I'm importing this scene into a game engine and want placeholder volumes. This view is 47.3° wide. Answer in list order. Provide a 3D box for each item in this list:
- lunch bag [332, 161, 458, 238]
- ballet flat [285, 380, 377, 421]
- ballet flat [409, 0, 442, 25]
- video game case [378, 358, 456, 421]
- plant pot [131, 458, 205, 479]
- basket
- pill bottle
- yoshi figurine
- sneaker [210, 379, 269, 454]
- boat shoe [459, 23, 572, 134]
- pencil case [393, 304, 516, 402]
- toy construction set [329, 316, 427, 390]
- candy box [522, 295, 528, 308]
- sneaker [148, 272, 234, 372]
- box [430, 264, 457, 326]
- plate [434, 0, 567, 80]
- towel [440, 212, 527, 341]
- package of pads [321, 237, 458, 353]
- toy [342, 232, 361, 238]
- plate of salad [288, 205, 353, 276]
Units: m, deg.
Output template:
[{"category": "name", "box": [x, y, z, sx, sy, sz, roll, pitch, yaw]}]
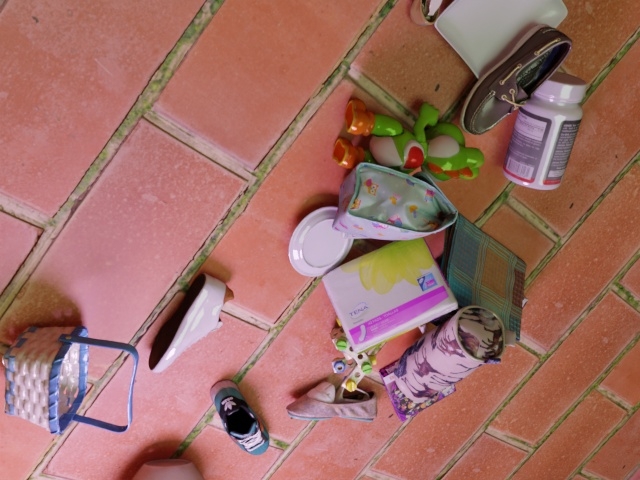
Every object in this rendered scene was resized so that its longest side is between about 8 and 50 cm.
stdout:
[{"category": "lunch bag", "box": [0.180, -0.077, 1.748, 0.263, 0.223, 0.160, 12, 80, -6]}, {"category": "ballet flat", "box": [0.040, 0.474, 2.175, 0.316, 0.108, 0.106, 11, 94, -35]}, {"category": "ballet flat", "box": [0.262, -0.594, 1.635, 0.080, 0.073, 0.232, -3, 120, -24]}, {"category": "video game case", "box": [0.309, 0.443, 2.304, 0.210, 0.042, 0.232, -28, 127, -7]}, {"category": "plant pot", "box": [-0.421, 0.707, 2.008, 0.284, 0.284, 0.190, 3, 83, -26]}, {"category": "basket", "box": [-0.571, 0.319, 1.695, 0.289, 0.201, 0.254, 15, 116, 2]}, {"category": "pill bottle", "box": [0.589, -0.290, 1.918, 0.161, 0.161, 0.283, -4, 120, -23]}, {"category": "yoshi figurine", "box": [0.220, -0.237, 1.804, 0.363, 0.203, 0.202, 11, 74, -15]}, {"category": "sneaker", "box": [-0.217, 0.530, 2.060, 0.108, 0.121, 0.302, -30, 127, -6]}, {"category": "boat shoe", "box": [0.477, -0.383, 1.795, 0.324, 0.096, 0.117, -47, 128, 9]}, {"category": "pencil case", "box": [0.358, 0.327, 2.041, 0.184, 0.159, 0.410, 25, 147, -8]}, {"category": "toy construction set", "box": [0.162, 0.256, 2.054, 0.328, 0.151, 0.214, -31, 103, -15]}, {"category": "candy box", "box": [0.511, 0.242, 2.260, 0.159, 0.071, 0.233, 19, 110, -32]}, {"category": "sneaker", "box": [-0.318, 0.227, 1.838, 0.123, 0.106, 0.290, 30, 102, -33]}, {"category": "box", "box": [0.392, 0.179, 2.099, 0.207, 0.108, 0.153, 34, 57, -36]}, {"category": "plate", "box": [0.432, -0.541, 1.765, 0.278, 0.045, 0.277, -47, 126, 7]}, {"category": "towel", "box": [0.470, 0.108, 2.081, 0.370, 0.040, 0.271, 29, 62, -35]}, {"category": "package of pads", "box": [0.176, 0.132, 1.913, 0.297, 0.229, 0.101, -26, 160, 5]}, {"category": "toy", "box": [0.178, -0.067, 1.906, 0.238, 0.056, 0.136, -2, 106, -31]}, {"category": "plate of salad", "box": [0.000, 0.000, 1.888, 0.200, 0.048, 0.199, -18, 124, -28]}]
